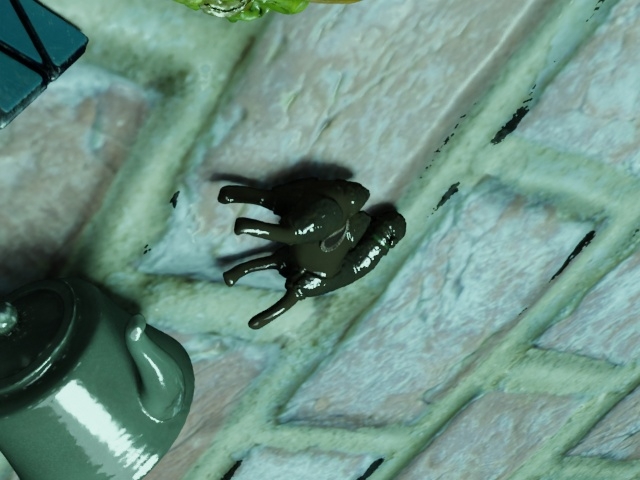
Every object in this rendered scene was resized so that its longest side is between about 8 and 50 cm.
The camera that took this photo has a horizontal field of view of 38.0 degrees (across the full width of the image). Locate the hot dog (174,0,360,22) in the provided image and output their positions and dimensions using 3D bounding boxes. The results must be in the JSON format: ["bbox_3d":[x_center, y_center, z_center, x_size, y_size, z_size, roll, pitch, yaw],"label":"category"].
[{"bbox_3d":[-0.094,-0.171,0.461,0.337,0.135,0.100,6,107,-33],"label":"hot dog"}]

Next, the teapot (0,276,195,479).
[{"bbox_3d":[-0.209,0.097,0.698,0.239,0.162,0.149,-8,137,27],"label":"teapot"}]

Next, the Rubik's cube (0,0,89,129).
[{"bbox_3d":[-0.224,-0.094,0.536,0.190,0.211,0.178,-33,170,41],"label":"Rubik's cube"}]

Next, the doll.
[{"bbox_3d":[0.000,0.000,0.757,0.165,0.057,0.139,-18,138,-21],"label":"doll"}]
